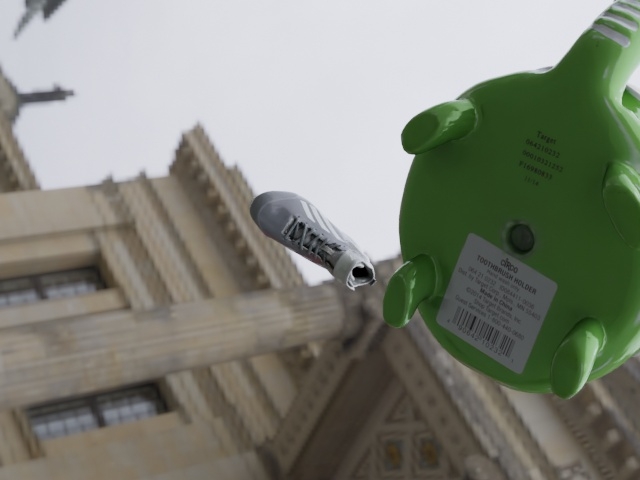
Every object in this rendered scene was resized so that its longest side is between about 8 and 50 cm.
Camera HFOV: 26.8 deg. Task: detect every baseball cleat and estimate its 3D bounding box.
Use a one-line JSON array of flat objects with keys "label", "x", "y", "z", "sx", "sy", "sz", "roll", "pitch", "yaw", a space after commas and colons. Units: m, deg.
[{"label": "baseball cleat", "x": 0.000, "y": 0.000, "z": 1.799, "sx": 0.072, "sy": 0.206, "sz": 0.109, "roll": -57, "pitch": -145, "yaw": 7}]

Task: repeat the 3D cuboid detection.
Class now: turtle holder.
[{"label": "turtle holder", "x": 0.197, "y": -0.047, "z": 1.088, "sx": 0.243, "sy": 0.227, "sz": 0.320, "roll": -1, "pitch": -81, "yaw": 38}]
